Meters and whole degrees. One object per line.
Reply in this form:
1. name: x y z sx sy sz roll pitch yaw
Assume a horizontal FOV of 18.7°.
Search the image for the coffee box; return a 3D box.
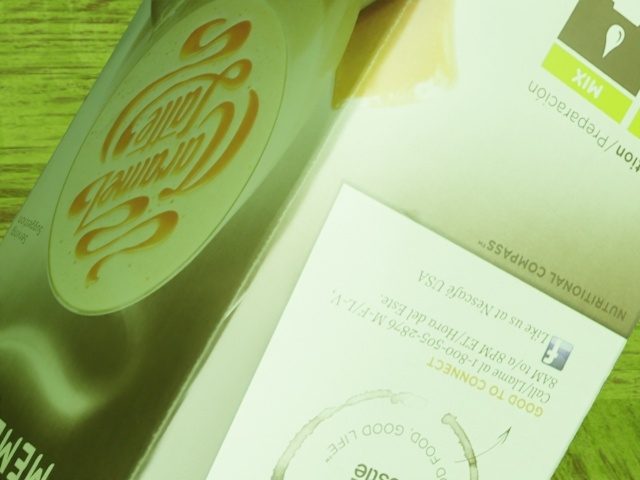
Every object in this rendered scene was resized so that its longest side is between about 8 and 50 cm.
1. coffee box: 0.000 0.000 0.484 0.246 0.098 0.141 -60 -151 -5
